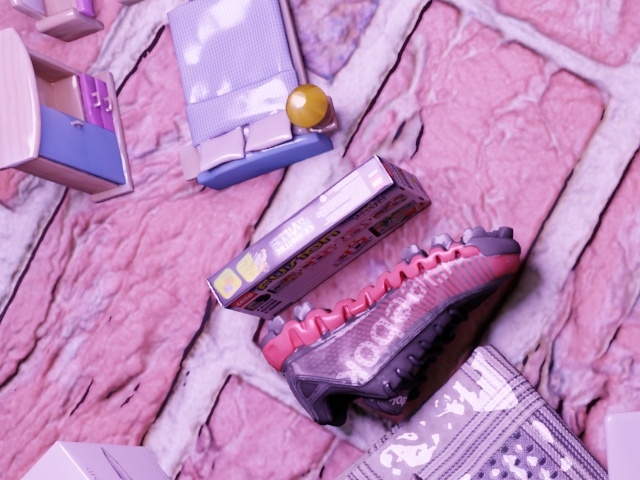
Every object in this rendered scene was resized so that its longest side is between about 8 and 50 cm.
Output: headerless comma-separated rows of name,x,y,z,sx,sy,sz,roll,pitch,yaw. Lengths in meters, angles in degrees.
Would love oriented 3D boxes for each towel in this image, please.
towel,0.134,0.307,1.549,0.324,0.056,0.312,-44,69,11

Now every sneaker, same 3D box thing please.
sneaker,0.080,0.088,1.583,0.276,0.097,0.135,-30,71,18

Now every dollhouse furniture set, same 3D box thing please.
dollhouse furniture set,-0.163,-0.204,1.675,0.303,0.198,0.286,-17,76,19

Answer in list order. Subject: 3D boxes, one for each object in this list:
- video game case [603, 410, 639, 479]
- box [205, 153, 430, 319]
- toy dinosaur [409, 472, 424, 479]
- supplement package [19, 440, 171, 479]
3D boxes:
video game case,0.417,0.286,1.420,0.329,0.036,0.300,-5,80,12
box,0.000,0.000,1.621,0.207,0.114,0.036,-36,70,13
toy dinosaur,0.061,0.368,1.476,0.127,0.200,0.295,26,121,-11
supplement package,-0.215,0.269,1.629,0.105,0.179,0.105,-46,69,10
